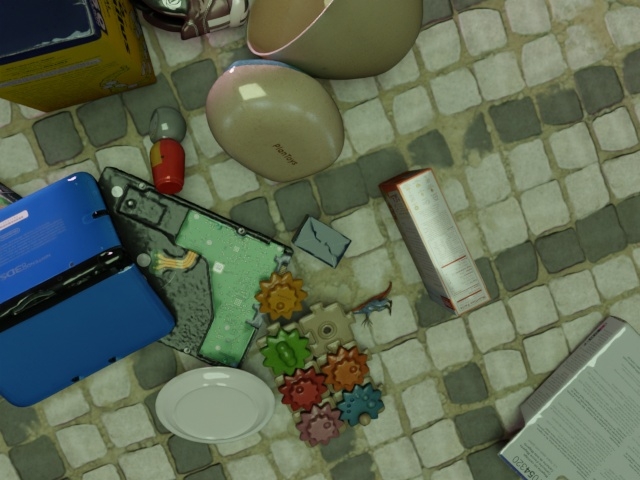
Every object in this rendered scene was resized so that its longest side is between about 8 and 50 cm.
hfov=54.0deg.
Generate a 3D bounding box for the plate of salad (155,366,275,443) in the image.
[{"bbox_3d":[-0.176,0.275,1.065,0.199,0.048,0.200,-3,126,-4],"label":"plate of salad"}]

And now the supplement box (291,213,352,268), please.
[{"bbox_3d":[0.000,0.000,1.061,0.083,0.083,0.056,31,91,-7],"label":"supplement box"}]

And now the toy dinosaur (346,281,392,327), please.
[{"bbox_3d":[0.085,0.120,1.112,0.082,0.047,0.090,2,61,4],"label":"toy dinosaur"}]

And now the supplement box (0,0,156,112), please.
[{"bbox_3d":[-0.377,-0.313,0.866,0.195,0.356,0.194,-15,96,-3],"label":"supplement box"}]

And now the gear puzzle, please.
[{"bbox_3d":[-0.006,0.197,1.058,0.175,0.044,0.339,-25,110,-5],"label":"gear puzzle"}]

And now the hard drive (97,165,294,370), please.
[{"bbox_3d":[-0.243,0.051,1.055,0.338,0.064,0.237,24,92,-6],"label":"hard drive"}]

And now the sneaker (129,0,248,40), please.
[{"bbox_3d":[-0.240,-0.438,0.971,0.162,0.106,0.281,-28,86,-12],"label":"sneaker"}]

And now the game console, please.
[{"bbox_3d":[-0.422,0.080,0.988,0.293,0.173,0.250,-27,69,-4],"label":"game console"}]

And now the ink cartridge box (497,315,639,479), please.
[{"bbox_3d":[0.533,0.364,1.147,0.324,0.071,0.330,44,93,-7],"label":"ink cartridge box"}]

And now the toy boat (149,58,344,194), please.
[{"bbox_3d":[-0.131,-0.181,0.984,0.318,0.267,0.148,-15,65,14],"label":"toy boat"}]

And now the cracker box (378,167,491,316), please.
[{"bbox_3d":[0.185,-0.002,1.042,0.067,0.156,0.232,-26,97,-3],"label":"cracker box"}]

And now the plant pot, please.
[{"bbox_3d":[0.047,-0.361,0.965,0.191,0.284,0.284,26,92,-34],"label":"plant pot"}]

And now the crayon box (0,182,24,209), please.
[{"bbox_3d":[-0.633,0.024,1.011,0.202,0.081,0.319,36,91,-7],"label":"crayon box"}]
